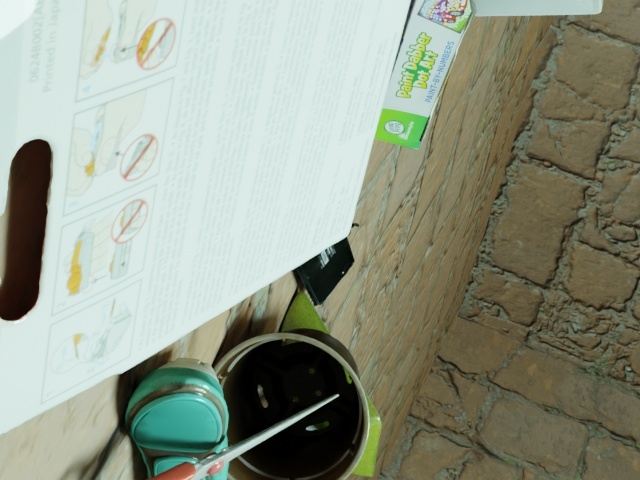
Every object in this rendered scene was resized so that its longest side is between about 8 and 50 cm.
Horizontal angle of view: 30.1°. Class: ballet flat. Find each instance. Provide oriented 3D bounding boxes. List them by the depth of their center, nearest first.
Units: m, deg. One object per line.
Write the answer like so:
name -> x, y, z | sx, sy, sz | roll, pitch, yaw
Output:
ballet flat -> -0.117, 0.150, 1.001 | 0.247, 0.083, 0.087 | 96, -4, -55

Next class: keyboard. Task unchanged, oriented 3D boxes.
keyboard -> 0.000, 0.000, 1.336 | 0.100, 0.038, 0.192 | -50, 160, -13

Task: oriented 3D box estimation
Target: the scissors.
scissors -> -0.097, 0.180, 0.930 | 0.297, 0.021, 0.109 | -29, 154, -22

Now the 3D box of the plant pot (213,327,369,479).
plant pot -> -0.027, 0.163, 1.225 | 0.165, 0.166, 0.167 | -45, 156, -82

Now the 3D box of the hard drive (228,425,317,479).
hard drive -> -0.123, 0.330, 1.247 | 0.233, 0.047, 0.353 | -57, 172, 16

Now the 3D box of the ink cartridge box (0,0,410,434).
ink cartridge box -> -0.092, -0.075, 0.733 | 0.385, 0.091, 0.308 | -29, 144, -44

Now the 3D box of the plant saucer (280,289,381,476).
plant saucer -> 0.002, 0.179, 1.403 | 0.045, 0.188, 0.188 | -25, 153, -15

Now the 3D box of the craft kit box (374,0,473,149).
craft kit box -> 0.114, -0.253, 1.095 | 0.247, 0.060, 0.250 | 112, -8, -58

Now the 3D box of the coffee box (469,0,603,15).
coffee box -> 0.169, -0.297, 0.887 | 0.141, 0.098, 0.247 | 72, 27, -45
